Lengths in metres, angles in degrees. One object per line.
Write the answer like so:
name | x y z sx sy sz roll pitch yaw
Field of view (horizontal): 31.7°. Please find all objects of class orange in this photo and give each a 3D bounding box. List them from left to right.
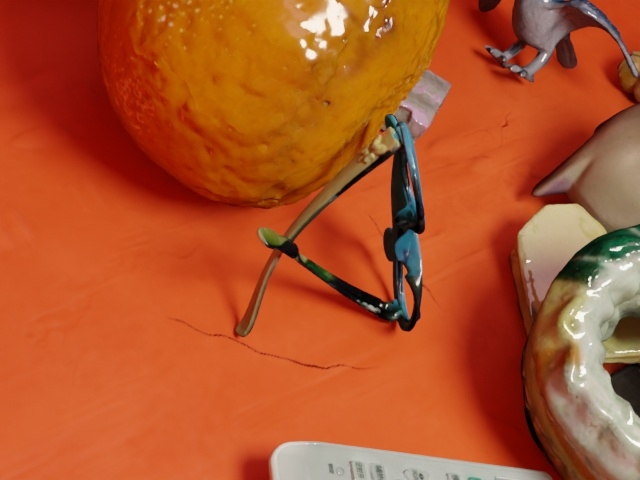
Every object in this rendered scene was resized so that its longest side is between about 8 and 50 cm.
orange | -0.053 -0.205 1.039 0.293 0.340 0.340 40 45 6

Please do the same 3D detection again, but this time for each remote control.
remote control | 0.089 0.236 0.955 0.293 0.051 0.103 11 50 -27

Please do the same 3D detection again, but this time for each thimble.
thimble | 0.327 0.131 1.040 0.254 0.167 0.288 -42 74 -15

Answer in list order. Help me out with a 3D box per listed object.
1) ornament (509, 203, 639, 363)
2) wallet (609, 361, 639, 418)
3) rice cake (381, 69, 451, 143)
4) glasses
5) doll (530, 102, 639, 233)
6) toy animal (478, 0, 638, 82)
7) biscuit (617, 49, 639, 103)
ornament | 0.278 0.069 1.179 0.201 0.059 0.180 36 64 16
wallet | 0.401 0.256 1.123 0.170 0.044 0.321 -21 66 -38
rice cake | 0.008 -0.212 1.277 0.298 0.050 0.106 30 45 -6
glasses | 0.025 0.020 1.001 0.207 0.239 0.102 -36 55 -25
doll | 0.449 -0.016 1.249 0.370 0.226 0.215 42 57 6
toy animal | 0.285 -0.282 1.397 0.239 0.176 0.255 39 17 28
biscuit | 0.487 -0.212 1.550 0.183 0.061 0.118 -9 61 -33
